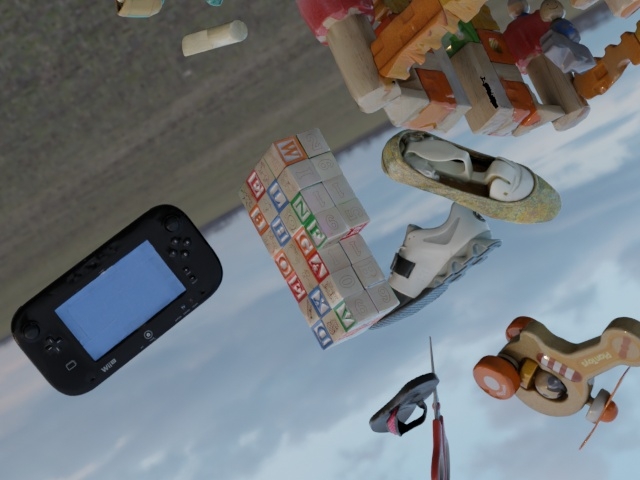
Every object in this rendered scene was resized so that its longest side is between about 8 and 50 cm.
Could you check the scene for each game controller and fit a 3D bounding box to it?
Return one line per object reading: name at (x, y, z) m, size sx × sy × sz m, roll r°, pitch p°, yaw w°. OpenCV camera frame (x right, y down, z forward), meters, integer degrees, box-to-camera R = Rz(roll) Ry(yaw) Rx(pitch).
game controller at (-0.305, 0.090, 1.651) m, size 0.319 × 0.166 × 0.067 m, roll -39°, pitch -176°, yaw -12°

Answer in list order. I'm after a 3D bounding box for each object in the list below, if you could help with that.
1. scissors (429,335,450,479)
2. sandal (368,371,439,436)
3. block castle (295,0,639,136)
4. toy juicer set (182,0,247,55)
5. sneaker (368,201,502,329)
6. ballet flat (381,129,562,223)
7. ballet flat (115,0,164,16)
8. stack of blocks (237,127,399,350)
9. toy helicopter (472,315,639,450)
scissors at (0.220, 0.327, 2.040) m, size 0.021 × 0.297 × 0.109 m, roll -5°, pitch 176°, yaw 21°
sandal at (0.111, 0.223, 1.400) m, size 0.067 × 0.040 × 0.179 m, roll -18°, pitch 158°, yaw -23°
block castle at (0.222, -0.295, 1.274) m, size 0.453 × 0.212 × 0.303 m, roll -1°, pitch 151°, yaw -43°
toy juicer set at (-0.114, -0.392, 1.488) m, size 0.090 × 0.328 × 0.209 m, roll -10°, pitch -153°, yaw -30°
sneaker at (0.199, 0.049, 2.197) m, size 0.330 × 0.146 × 0.122 m, roll -40°, pitch 164°, yaw 15°
ballet flat at (0.281, -0.121, 1.989) m, size 0.123 × 0.349 × 0.123 m, roll 18°, pitch 90°, yaw -85°
ballet flat at (-0.286, -0.410, 1.468) m, size 0.073 × 0.232 × 0.080 m, roll -24°, pitch 177°, yaw -33°
stack of blocks at (0.000, 0.000, 1.673) m, size 0.087 × 0.297 × 0.171 m, roll -22°, pitch 167°, yaw -32°
toy helicopter at (0.436, 0.220, 1.802) m, size 0.140 × 0.235 × 0.355 m, roll -43°, pitch -179°, yaw -32°
